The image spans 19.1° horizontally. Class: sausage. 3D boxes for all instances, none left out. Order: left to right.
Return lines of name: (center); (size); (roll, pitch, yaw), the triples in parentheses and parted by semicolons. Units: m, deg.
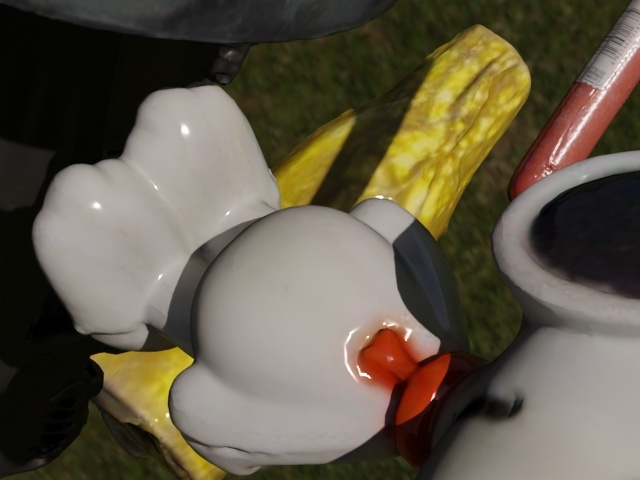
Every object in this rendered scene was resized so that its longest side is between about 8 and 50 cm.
sausage: (0.181, -0.113, 1.095); (0.034, 0.034, 0.253); (32, 82, 36)

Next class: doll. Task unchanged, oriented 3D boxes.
doll: (0.052, 0.022, 0.524); (0.208, 0.144, 0.271); (-33, 45, -5)

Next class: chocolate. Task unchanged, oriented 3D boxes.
chocolate: (0.000, 0.000, 1.497); (0.445, 0.162, 0.162); (-45, 52, -13)

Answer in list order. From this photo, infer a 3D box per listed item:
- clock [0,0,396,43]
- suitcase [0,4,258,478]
clock: (-0.067, -0.125, 0.581); (0.215, 0.042, 0.215); (13, 28, -7)
suitcase: (-0.209, -0.028, 0.709); (0.194, 0.434, 0.283); (32, 109, 20)
